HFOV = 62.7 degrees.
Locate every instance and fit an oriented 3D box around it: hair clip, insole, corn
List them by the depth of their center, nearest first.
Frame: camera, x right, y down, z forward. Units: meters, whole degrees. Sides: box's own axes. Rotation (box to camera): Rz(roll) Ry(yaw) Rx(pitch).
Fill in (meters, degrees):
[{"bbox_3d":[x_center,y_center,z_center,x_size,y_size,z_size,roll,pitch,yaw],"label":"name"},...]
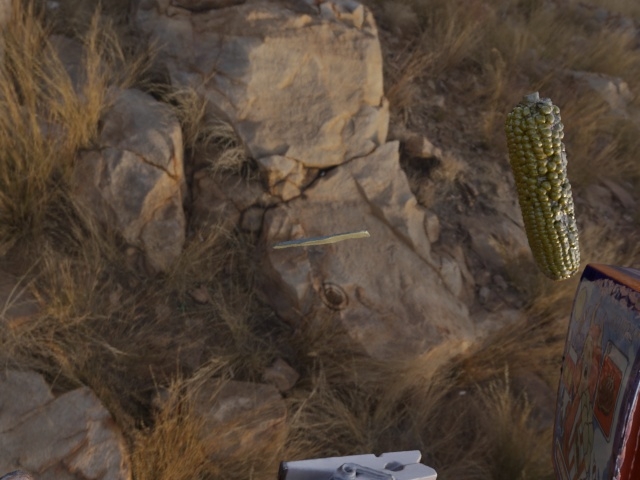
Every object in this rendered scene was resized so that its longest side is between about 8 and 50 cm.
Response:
[{"bbox_3d":[0.376,-0.088,0.883,0.097,0.097,0.320,-24,104,-44],"label":"corn"},{"bbox_3d":[0.000,0.000,1.001,0.063,0.192,0.010,16,67,-71],"label":"insole"},{"bbox_3d":[0.080,0.500,1.088,0.331,0.085,0.101,1,18,-21],"label":"hair clip"}]

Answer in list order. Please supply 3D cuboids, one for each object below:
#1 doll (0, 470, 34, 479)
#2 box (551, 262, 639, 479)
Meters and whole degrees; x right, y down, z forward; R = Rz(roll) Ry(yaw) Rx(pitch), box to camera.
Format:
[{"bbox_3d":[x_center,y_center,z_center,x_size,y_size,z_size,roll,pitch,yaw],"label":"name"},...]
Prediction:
[{"bbox_3d":[-0.445,0.379,0.634,0.201,0.303,0.156,-17,28,-27],"label":"doll"},{"bbox_3d":[0.423,0.207,0.578,0.257,0.318,0.349,9,8,16],"label":"box"}]
